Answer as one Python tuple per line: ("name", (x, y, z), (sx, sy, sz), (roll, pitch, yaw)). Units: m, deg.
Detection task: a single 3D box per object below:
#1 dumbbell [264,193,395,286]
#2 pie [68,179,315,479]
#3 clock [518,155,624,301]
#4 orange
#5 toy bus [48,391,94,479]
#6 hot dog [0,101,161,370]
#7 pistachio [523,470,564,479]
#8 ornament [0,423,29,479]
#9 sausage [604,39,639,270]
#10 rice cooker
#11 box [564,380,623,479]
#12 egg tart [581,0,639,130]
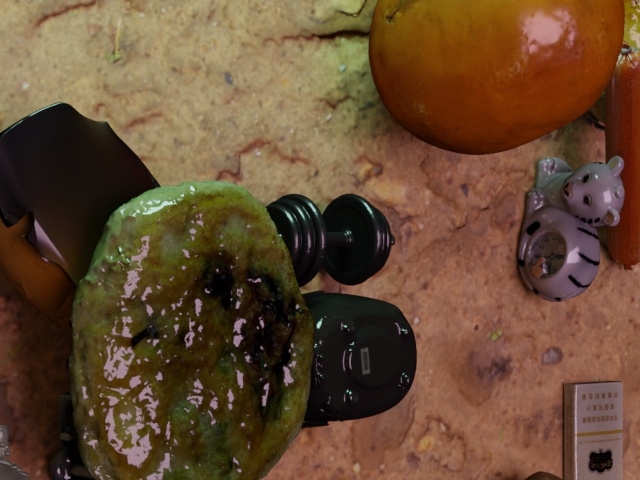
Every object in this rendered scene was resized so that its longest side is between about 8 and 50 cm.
("dumbbell", (0.000, 0.000, 1.891), (0.208, 0.099, 0.099), (-1, 90, -42))
("pie", (-0.107, 0.100, 1.681), (0.323, 0.070, 0.323), (2, 87, -45))
("clock", (0.303, -0.013, 2.139), (0.080, 0.117, 0.176), (17, 79, -39))
("orange", (0.190, -0.215, 1.933), (0.284, 0.284, 0.226), (-34, 105, -36))
("toy bus", (-0.179, 0.292, 1.734), (0.131, 0.106, 0.297), (-3, 93, -43))
("hot dog", (-0.225, 0.021, 1.691), (0.194, 0.107, 0.326), (-42, 119, -38))
("pistachio", (0.252, 0.373, 2.099), (0.129, 0.131, 0.206), (1, 95, 4))
("ornament", (-0.304, 0.211, 1.666), (0.068, 0.041, 0.092), (27, 83, -14))
("sausage", (0.366, -0.096, 2.160), (0.053, 0.053, 0.348), (-43, 141, -33))
("rice cooker", (0.012, 0.123, 1.887), (0.203, 0.118, 0.142), (-8, 95, -44))
("box", (0.336, 0.257, 2.225), (0.090, 0.024, 0.167), (1, 89, -40))
("egg tart", (0.350, -0.245, 2.197), (0.234, 0.094, 0.234), (2, 87, -38))
